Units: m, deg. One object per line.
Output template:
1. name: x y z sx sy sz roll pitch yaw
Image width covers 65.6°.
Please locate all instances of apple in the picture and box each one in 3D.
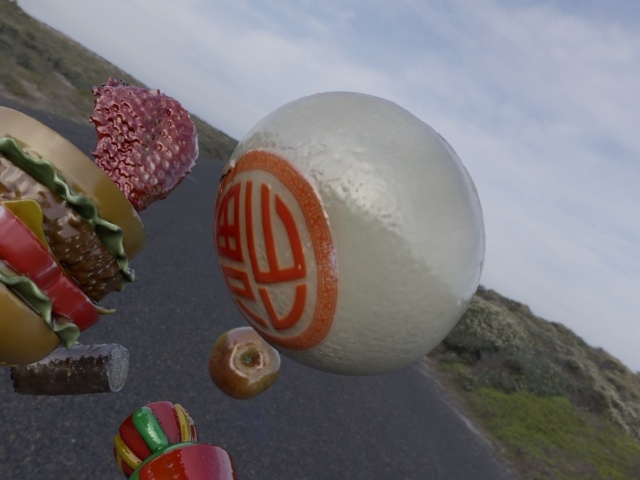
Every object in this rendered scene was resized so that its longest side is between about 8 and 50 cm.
1. apple: -0.134 0.210 0.861 0.126 0.126 0.102 32 -24 3

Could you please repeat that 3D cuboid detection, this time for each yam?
1. yam: -0.365 0.188 0.730 0.141 0.079 0.079 0 5 -1

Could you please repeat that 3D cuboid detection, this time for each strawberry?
1. strawberry: -0.230 -0.133 0.694 0.175 0.107 0.235 50 28 -70

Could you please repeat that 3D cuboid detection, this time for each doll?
1. doll: -0.177 0.363 0.654 0.160 0.182 0.363 -13 28 -21

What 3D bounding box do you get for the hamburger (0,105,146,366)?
1. hamburger: -0.345 0.014 0.527 0.275 0.212 0.274 22 -32 15

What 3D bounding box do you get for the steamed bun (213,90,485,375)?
1. steamed bun: 0.000 0.000 0.477 0.177 0.282 0.283 -14 37 -41
